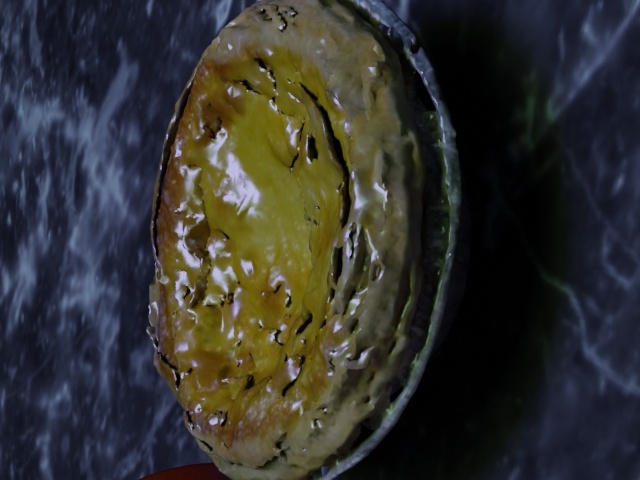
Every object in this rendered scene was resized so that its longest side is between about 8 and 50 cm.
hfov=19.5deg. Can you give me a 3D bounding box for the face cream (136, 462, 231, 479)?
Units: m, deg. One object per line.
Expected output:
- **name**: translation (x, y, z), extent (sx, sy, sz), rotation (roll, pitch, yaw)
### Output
- **face cream**: translation (-0.045, 0.219, 0.866), extent (0.096, 0.096, 0.214), rotation (-49, 44, 44)

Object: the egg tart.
- **egg tart**: translation (0.000, 0.000, 0.842), extent (0.234, 0.094, 0.234), rotation (-12, 76, 57)
